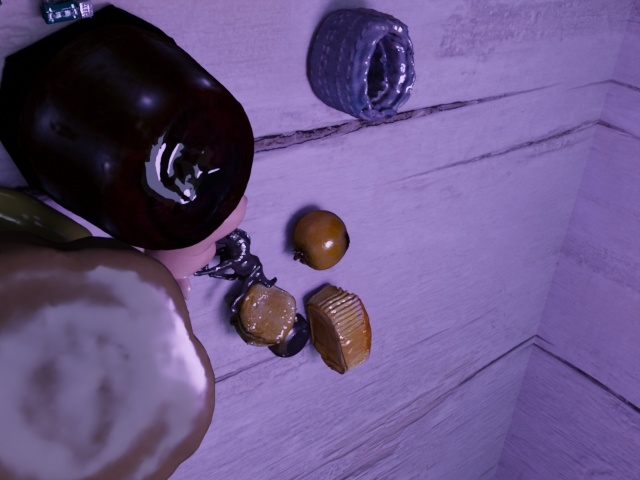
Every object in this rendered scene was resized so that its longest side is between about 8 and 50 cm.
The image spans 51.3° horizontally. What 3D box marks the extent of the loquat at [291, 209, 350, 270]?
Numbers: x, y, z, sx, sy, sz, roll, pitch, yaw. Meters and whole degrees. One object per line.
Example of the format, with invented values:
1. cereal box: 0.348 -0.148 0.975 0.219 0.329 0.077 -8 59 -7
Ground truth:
1. loquat: 0.000 0.000 1.664 0.163 0.137 0.163 -41 158 -21

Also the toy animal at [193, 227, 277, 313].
1. toy animal: -0.192 0.057 1.500 0.148 0.084 0.233 -33 126 9

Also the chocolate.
1. chocolate: -0.291 -0.158 1.114 0.383 0.331 0.384 -24 129 -32

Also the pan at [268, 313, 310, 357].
1. pan: -0.104 0.271 1.796 0.202 0.048 0.128 -9 121 -42

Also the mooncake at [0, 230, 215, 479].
1. mooncake: -0.401 0.202 1.006 0.467 0.262 0.467 -6 104 -24

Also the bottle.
1. bottle: -0.512 -0.024 1.133 0.112 0.112 0.260 -55 140 -5

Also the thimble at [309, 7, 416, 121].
1. thimble: 0.100 -0.392 1.493 0.205 0.172 0.236 -17 124 -43

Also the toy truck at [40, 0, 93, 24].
1. toy truck: -0.408 -0.371 1.074 0.083 0.044 0.039 -25 133 -33

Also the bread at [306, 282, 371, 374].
1. bread: 0.056 0.243 1.846 0.133 0.179 0.250 -27 123 -22

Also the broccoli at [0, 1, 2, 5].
1. broccoli: -0.514 -0.395 0.776 0.297 0.297 0.298 1 87 -23

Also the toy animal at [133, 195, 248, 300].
1. toy animal: -0.256 -0.026 1.350 0.250 0.166 0.154 -51 170 4

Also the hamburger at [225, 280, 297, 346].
1. hamburger: -0.149 0.179 1.626 0.185 0.131 0.159 27 73 -9
